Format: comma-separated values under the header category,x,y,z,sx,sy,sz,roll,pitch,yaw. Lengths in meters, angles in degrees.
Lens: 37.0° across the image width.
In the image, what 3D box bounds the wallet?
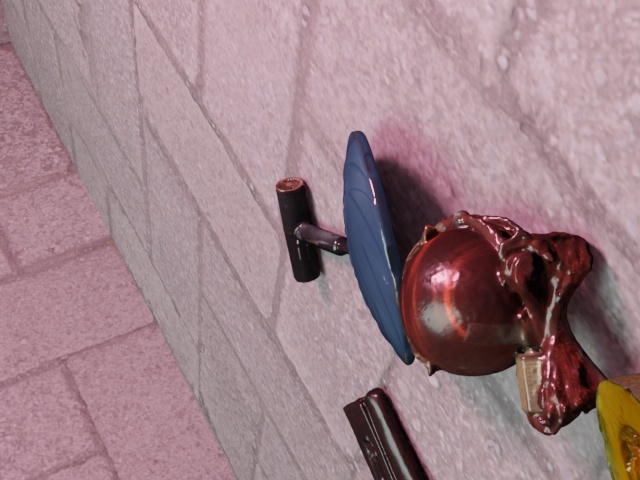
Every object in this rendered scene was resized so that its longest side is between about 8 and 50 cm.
category,x,y,z,sx,sy,sz,roll,pitch,yaw
wallet,0.108,0.351,1.511,0.229,0.049,0.182,66,162,11

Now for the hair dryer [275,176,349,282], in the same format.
category,x,y,z,sx,sy,sz,roll,pitch,yaw
hair dryer,0.005,0.014,1.441,0.195,0.050,0.173,37,146,49

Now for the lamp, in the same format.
category,x,y,z,sx,sy,sz,roll,pitch,yaw
lamp,0.163,0.077,0.940,0.223,0.151,0.215,-178,77,-74

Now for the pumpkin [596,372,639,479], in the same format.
category,x,y,z,sx,sy,sz,roll,pitch,yaw
pumpkin,0.316,0.193,0.783,0.217,0.110,0.217,59,170,17

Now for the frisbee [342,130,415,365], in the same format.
category,x,y,z,sx,sy,sz,roll,pitch,yaw
frisbee,0.058,0.011,1.149,0.289,0.049,0.289,-13,-90,-90
